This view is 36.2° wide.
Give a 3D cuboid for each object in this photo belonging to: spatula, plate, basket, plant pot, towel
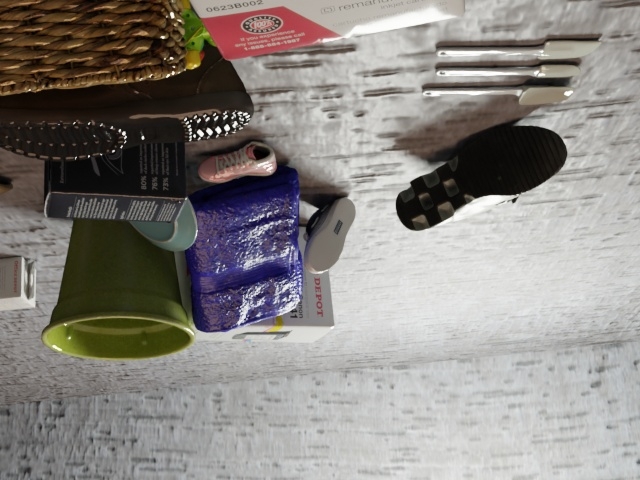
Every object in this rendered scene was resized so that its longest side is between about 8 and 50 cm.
[{"bbox_3d":[0.279,-0.249,1.469,0.242,0.019,0.168,-3,161,-6],"label":"spatula"},{"bbox_3d":[-0.290,-0.055,1.670,0.024,0.188,0.188,-45,-171,-39],"label":"plate"},{"bbox_3d":[-0.311,-0.286,1.117,0.299,0.223,0.213,-6,-167,3],"label":"basket"},{"bbox_3d":[-0.373,0.067,1.831,0.276,0.254,0.276,-3,157,-1],"label":"plant pot"},{"bbox_3d":[-0.131,0.027,1.772,0.227,0.076,0.308,-20,133,-22],"label":"towel"}]

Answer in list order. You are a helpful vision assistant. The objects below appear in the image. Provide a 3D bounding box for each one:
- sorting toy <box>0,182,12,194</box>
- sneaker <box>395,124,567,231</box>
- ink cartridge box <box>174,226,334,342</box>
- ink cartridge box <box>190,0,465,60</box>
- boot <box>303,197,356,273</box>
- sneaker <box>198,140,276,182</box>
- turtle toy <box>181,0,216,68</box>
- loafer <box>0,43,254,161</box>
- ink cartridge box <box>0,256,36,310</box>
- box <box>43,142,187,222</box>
[{"bbox_3d":[-0.716,-0.071,1.689,0.307,0.041,0.229,-18,156,33],"label":"sorting toy"},{"bbox_3d":[0.299,-0.116,1.736,0.330,0.122,0.146,-22,172,37],"label":"sneaker"},{"bbox_3d":[-0.140,0.085,1.989,0.306,0.226,0.131,2,160,-23],"label":"ink cartridge box"},{"bbox_3d":[-0.021,-0.348,0.912,0.279,0.160,0.385,-8,160,9],"label":"ink cartridge box"},{"bbox_3d":[0.000,0.000,1.871,0.086,0.190,0.069,-23,116,44],"label":"boot"},{"bbox_3d":[-0.139,-0.135,1.639,0.134,0.051,0.070,-6,159,-7],"label":"sneaker"},{"bbox_3d":[-0.173,-0.260,1.244,0.130,0.095,0.066,-10,-179,14],"label":"turtle toy"},{"bbox_3d":[-0.278,-0.195,1.318,0.365,0.130,0.134,-6,164,-15],"label":"loafer"},{"bbox_3d":[-0.672,0.095,2.083,0.143,0.092,0.090,-5,161,2],"label":"ink cartridge box"},{"bbox_3d":[-0.315,-0.118,1.495,0.207,0.153,0.108,3,159,-18],"label":"box"}]
